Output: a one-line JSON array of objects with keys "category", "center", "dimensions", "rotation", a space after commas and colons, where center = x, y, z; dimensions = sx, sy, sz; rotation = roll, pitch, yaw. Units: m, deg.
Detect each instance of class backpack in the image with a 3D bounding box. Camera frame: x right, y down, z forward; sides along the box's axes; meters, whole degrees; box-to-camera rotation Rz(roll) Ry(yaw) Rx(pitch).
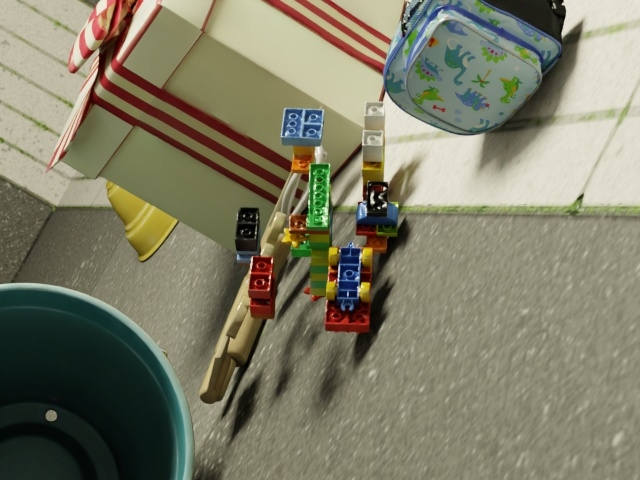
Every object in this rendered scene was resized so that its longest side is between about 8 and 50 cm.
[{"category": "backpack", "center": [0.098, -0.124, 1.102], "dimensions": [0.114, 0.105, 0.084], "rotation": [-52, 15, 45]}]

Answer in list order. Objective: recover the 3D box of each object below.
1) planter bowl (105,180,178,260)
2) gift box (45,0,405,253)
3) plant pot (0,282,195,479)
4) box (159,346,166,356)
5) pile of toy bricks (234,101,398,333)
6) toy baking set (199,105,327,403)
[{"category": "planter bowl", "center": [-0.219, -0.089, 2.117], "dimensions": [0.217, 0.090, 0.217], "rotation": [-53, 17, 23]}, {"category": "gift box", "center": [-0.107, -0.150, 1.532], "dimensions": [0.276, 0.258, 0.255], "rotation": [-48, 18, 36]}, {"category": "plant pot", "center": [-0.251, 0.201, 1.381], "dimensions": [0.255, 0.272, 0.271], "rotation": [116, 179, -71]}, {"category": "box", "center": [-0.190, 0.148, 1.622], "dimensions": [0.054, 0.059, 0.169], "rotation": [-56, 15, 12]}, {"category": "pile of toy bricks", "center": [0.000, 0.000, 1.232], "dimensions": [0.105, 0.118, 0.212], "rotation": [87, -174, -50]}, {"category": "toy baking set", "center": [-0.040, 0.018, 1.361], "dimensions": [0.197, 0.030, 0.256], "rotation": [118, 175, -55]}]
